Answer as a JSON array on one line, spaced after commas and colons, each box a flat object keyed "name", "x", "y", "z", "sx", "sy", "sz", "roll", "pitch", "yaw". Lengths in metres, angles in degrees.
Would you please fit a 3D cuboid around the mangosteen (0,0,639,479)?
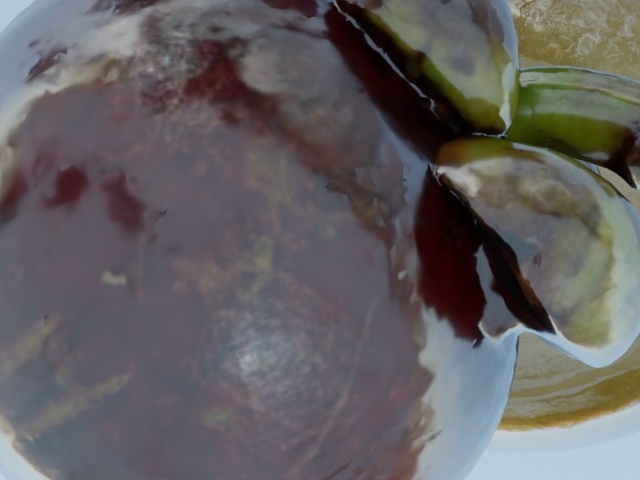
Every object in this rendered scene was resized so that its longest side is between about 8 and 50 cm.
[{"name": "mangosteen", "x": 0.000, "y": 0.000, "z": 0.612, "sx": 0.257, "sy": 0.215, "sz": 0.215, "roll": -14, "pitch": -65, "yaw": 14}]

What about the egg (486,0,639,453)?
[{"name": "egg", "x": 0.090, "y": -0.031, "z": 0.993, "sx": 0.351, "sy": 0.283, "sz": 0.282, "roll": 20, "pitch": -54, "yaw": -23}]
